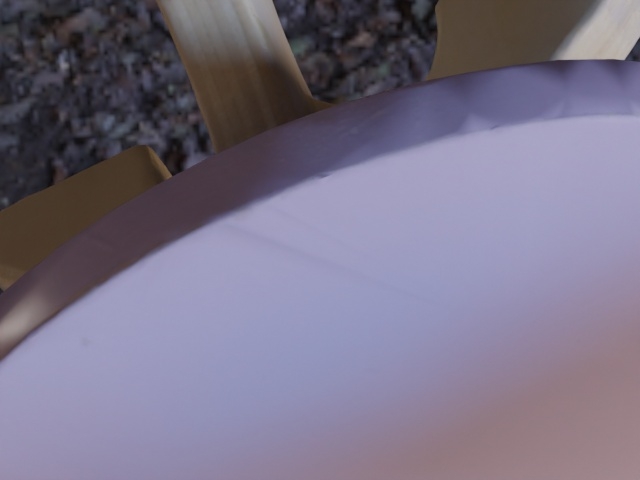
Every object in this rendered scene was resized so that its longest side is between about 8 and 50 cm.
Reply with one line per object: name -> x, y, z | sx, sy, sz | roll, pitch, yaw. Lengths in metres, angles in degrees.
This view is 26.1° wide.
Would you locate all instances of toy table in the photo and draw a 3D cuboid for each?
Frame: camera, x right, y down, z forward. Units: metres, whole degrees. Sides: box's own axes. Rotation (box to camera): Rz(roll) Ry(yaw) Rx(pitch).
toy table -> 0.000, 0.000, 0.435 | 0.274, 0.252, 0.161 | -16, 41, 2
